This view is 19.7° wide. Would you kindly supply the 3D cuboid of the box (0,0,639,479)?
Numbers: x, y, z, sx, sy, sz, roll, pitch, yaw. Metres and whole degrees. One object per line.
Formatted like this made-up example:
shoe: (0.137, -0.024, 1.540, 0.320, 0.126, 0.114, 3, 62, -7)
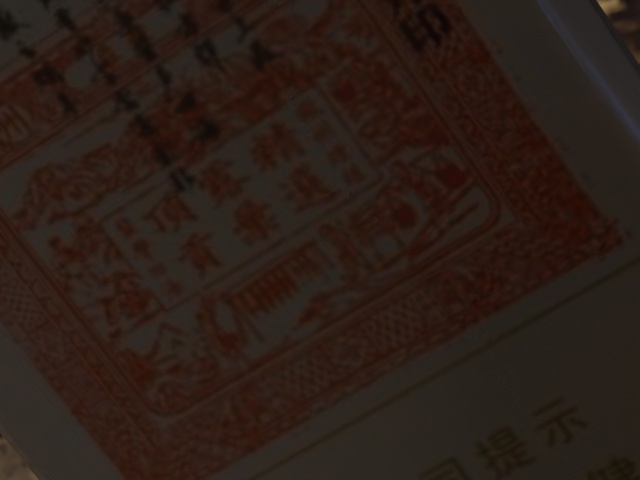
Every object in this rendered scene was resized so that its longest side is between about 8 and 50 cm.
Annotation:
box: (0.000, 0.000, 0.358, 0.201, 0.141, 0.058, 55, 19, -14)
